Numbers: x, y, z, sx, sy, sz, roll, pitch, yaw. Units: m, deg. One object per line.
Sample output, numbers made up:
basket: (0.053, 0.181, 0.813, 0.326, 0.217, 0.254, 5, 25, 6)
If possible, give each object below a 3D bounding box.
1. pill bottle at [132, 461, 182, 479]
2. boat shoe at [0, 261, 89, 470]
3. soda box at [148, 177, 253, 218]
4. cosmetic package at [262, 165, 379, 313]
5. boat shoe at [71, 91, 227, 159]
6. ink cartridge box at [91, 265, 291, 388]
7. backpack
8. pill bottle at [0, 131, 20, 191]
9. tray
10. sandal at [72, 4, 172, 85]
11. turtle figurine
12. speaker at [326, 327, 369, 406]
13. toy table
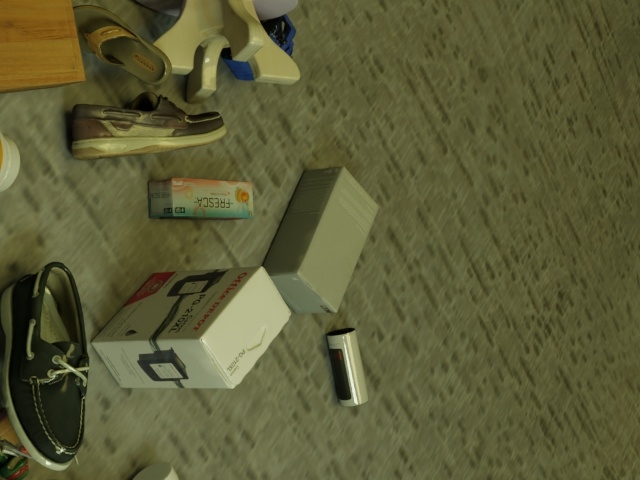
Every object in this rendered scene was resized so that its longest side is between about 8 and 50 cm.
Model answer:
pill bottle: (-0.220, 0.422, 1.900, 0.094, 0.094, 0.169, -45, 120, -42)
boat shoe: (-0.355, 0.156, 1.658, 0.114, 0.091, 0.302, 30, 31, -49)
soda box: (-0.189, -0.065, 2.014, 0.183, 0.058, 0.062, 1, 86, -49)
cosmetic package: (0.000, 0.000, 2.201, 0.127, 0.107, 0.238, 49, 55, -35)
boat shoe: (-0.257, -0.180, 1.914, 0.285, 0.103, 0.092, -14, 102, -44)
ink cartridge box: (-0.190, 0.129, 1.854, 0.172, 0.237, 0.100, -51, 124, -40)
backpack: (-0.100, -0.320, 2.115, 0.101, 0.098, 0.120, 55, 48, -36)
pill bottle: (-0.483, -0.112, 1.605, 0.215, 0.117, 0.117, 10, 78, -65)
tray: (-0.503, -0.288, 1.655, 0.411, 0.076, 0.202, -16, 98, -49)
sandal: (-0.301, -0.283, 1.838, 0.180, 0.072, 0.049, 32, 25, -6)
turtle figurine: (-0.427, 0.237, 1.654, 0.234, 0.118, 0.175, 57, 19, -9)
speaker: (0.049, 0.227, 2.270, 0.055, 0.055, 0.136, -19, 102, -49)
toy table: (-0.160, -0.329, 1.955, 0.274, 0.252, 0.160, -1, 75, -17)
